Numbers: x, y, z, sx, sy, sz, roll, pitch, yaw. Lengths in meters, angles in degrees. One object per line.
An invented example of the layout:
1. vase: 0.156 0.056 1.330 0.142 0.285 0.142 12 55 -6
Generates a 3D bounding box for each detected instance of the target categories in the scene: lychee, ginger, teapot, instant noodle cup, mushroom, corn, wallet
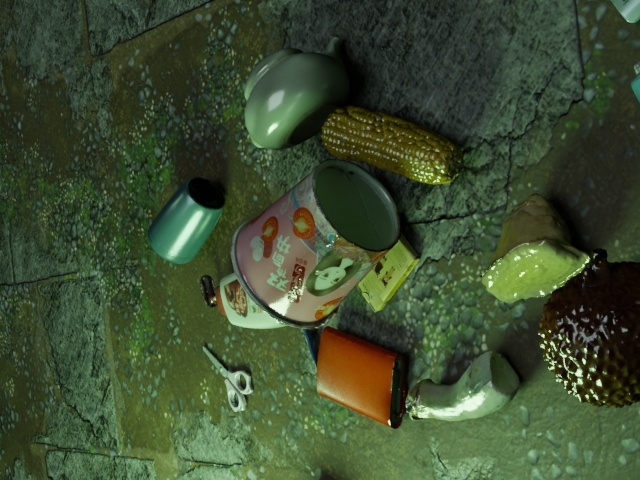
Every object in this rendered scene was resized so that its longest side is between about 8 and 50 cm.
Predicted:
1. lychee: 0.400 0.118 1.442 0.200 0.200 0.238 5 119 48
2. ginger: 0.313 0.015 1.614 0.193 0.115 0.123 -46 39 49
3. teapot: -0.076 -0.239 1.928 0.149 0.220 0.318 56 132 13
4. instant noodle cup: 0.000 0.000 1.844 0.231 0.243 0.243 -43 63 40
5. mushroom: 0.232 0.256 1.731 0.223 0.081 0.092 -32 89 48
6. corn: 0.126 -0.165 1.793 0.313 0.102 0.102 22 110 41
7. wallet: 0.075 0.251 1.930 0.204 0.045 0.142 16 108 47

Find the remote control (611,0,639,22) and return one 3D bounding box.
1. remote control: 0.423 -0.387 1.482 0.061 0.029 0.162 -46 56 38

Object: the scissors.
1. scissors: -0.208 0.290 2.277 0.189 0.015 0.100 44 123 39

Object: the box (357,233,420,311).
1. box: 0.120 0.056 1.877 0.073 0.020 0.149 56 131 28

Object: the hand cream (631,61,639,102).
1. hand cream: 0.493 -0.151 1.425 0.083 0.048 0.224 -43 68 41

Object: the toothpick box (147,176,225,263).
1. toothpick box: -0.286 -0.048 2.248 0.184 0.120 0.120 -52 57 35

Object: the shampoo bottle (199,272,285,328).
1. shampoo bottle: -0.157 0.108 2.154 0.284 0.071 0.153 -8 87 47

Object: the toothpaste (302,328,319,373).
1. toothpaste: -0.017 0.197 2.039 0.021 0.037 0.140 -27 69 21
